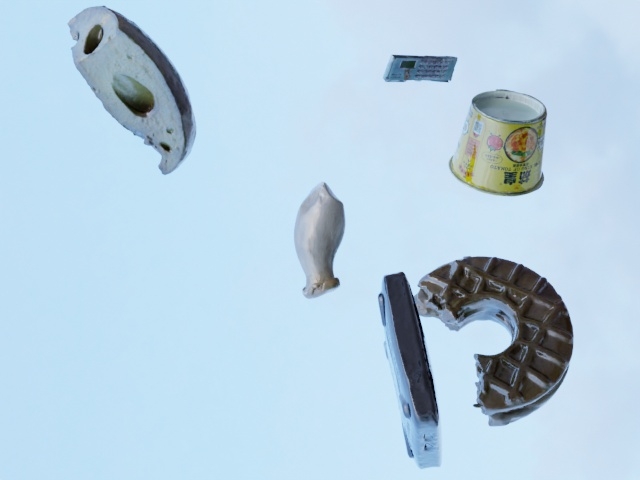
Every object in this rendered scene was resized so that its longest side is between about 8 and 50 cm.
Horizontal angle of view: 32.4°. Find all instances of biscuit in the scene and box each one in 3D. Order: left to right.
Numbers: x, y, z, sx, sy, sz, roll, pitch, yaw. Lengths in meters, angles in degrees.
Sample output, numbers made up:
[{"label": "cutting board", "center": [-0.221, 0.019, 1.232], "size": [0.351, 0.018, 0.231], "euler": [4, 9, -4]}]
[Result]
[{"label": "biscuit", "center": [0.368, 0.179, 2.241], "size": [0.115, 0.268, 0.366], "euler": [80, 166, -58]}]

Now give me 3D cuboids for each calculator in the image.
[{"label": "calculator", "center": [0.190, -0.323, 2.082], "size": [0.172, 0.057, 0.018], "euler": [-5, -146, -38]}]

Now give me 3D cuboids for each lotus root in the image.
[{"label": "lotus root", "center": [-0.320, -0.289, 2.015], "size": [0.314, 0.142, 0.210], "euler": [51, -162, -35]}]

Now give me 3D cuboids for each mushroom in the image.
[{"label": "mushroom", "center": [0.001, 0.000, 1.993], "size": [0.088, 0.097, 0.212], "euler": [13, -104, -58]}]

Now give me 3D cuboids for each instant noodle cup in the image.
[{"label": "instant noodle cup", "center": [0.335, -0.188, 2.034], "size": [0.182, 0.182, 0.144], "euler": [-53, -26, -53]}]

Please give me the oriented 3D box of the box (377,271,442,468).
[{"label": "box", "center": [0.161, 0.233, 1.944], "size": [0.289, 0.073, 0.290], "euler": [77, -178, -61]}]
